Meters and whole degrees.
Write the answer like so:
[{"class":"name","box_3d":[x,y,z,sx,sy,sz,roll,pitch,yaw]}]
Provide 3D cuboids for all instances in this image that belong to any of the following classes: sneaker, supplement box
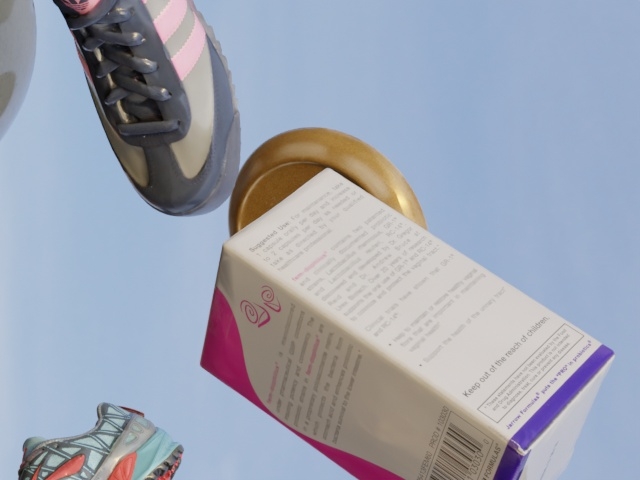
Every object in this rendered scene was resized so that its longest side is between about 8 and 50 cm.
[{"class":"sneaker","box_3d":[-0.260,0.255,1.714,0.125,0.262,0.104,39,-40,17]},{"class":"sneaker","box_3d":[-0.147,-0.157,1.208,0.112,0.131,0.319,-11,-78,25]},{"class":"supplement box","box_3d":[0.047,0.072,1.062,0.220,0.114,0.111,33,-44,19]}]

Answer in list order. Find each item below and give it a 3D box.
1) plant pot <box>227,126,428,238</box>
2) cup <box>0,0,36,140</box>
[{"class":"plant pot","box_3d":[0.000,0.000,1.821,0.236,0.032,0.236,11,-66,26]},{"class":"cup","box_3d":[-0.393,-0.126,1.310,0.237,0.331,0.331,-91,-163,-64]}]
